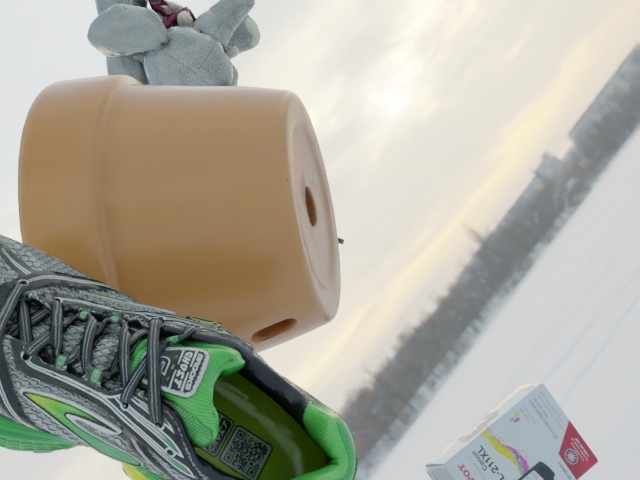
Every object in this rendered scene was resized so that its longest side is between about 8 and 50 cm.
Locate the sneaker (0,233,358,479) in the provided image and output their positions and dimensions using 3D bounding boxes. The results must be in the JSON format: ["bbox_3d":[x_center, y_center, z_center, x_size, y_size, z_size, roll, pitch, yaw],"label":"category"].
[{"bbox_3d":[-0.125,0.077,0.686,0.146,0.343,0.134,-45,21,55],"label":"sneaker"}]

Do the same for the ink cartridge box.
[{"bbox_3d":[0.242,0.285,1.363,0.175,0.127,0.072,-36,-1,-19],"label":"ink cartridge box"}]

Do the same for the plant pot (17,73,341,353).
[{"bbox_3d":[-0.102,-0.013,0.923,0.203,0.291,0.291,-10,-3,11],"label":"plant pot"}]

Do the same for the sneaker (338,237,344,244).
[{"bbox_3d":[0.000,0.000,1.135,0.069,0.098,0.038,13,-65,-36],"label":"sneaker"}]

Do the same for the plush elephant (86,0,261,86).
[{"bbox_3d":[-0.195,-0.270,1.514,0.255,0.272,0.330,4,58,51],"label":"plush elephant"}]
